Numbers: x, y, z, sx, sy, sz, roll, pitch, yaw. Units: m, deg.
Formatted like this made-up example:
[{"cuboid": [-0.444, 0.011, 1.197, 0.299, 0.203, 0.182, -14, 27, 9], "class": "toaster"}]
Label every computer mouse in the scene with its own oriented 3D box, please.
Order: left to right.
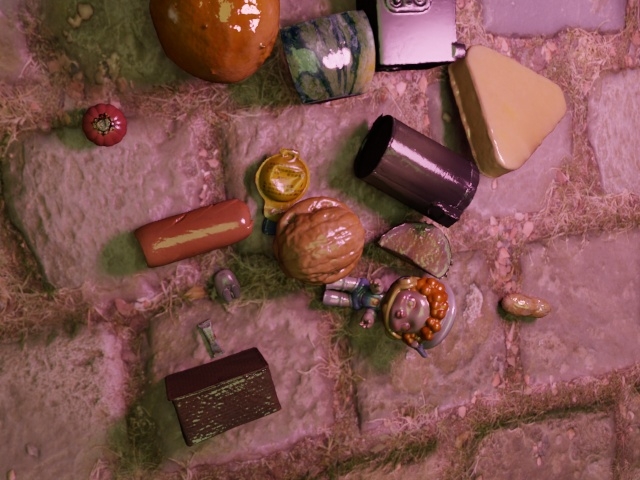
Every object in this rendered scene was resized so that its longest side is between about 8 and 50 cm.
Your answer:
[{"cuboid": [-0.256, 0.127, 1.738, 0.066, 0.039, 0.096, -25, 106, -13], "class": "computer mouse"}]

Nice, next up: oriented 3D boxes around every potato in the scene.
[{"cuboid": [0.280, 0.006, 1.862, 0.243, 0.098, 0.138, 29, 87, -16], "class": "potato"}]

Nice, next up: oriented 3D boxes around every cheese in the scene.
[{"cuboid": [-0.110, -0.132, 1.734, 0.156, 0.064, 0.250, 7, 106, -18], "class": "cheese"}, {"cuboid": [0.521, -0.411, 1.835, 0.384, 0.104, 0.384, 6, 75, -24], "class": "cheese"}]

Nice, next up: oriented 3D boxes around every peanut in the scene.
[{"cuboid": [0.666, 0.213, 2.028, 0.174, 0.080, 0.080, 9, 96, -18], "class": "peanut"}]

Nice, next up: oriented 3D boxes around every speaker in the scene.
[{"cuboid": [0.243, -0.583, 1.715, 0.254, 0.184, 0.232, -6, 100, -15], "class": "speaker"}]

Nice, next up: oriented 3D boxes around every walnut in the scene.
[{"cuboid": [0.000, 0.000, 1.705, 0.257, 0.224, 0.257, 0, 91, -20], "class": "walnut"}]

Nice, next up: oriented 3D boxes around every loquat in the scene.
[{"cuboid": [-0.247, -0.538, 1.493, 0.328, 0.328, 0.328, -3, 99, -17], "class": "loquat"}]

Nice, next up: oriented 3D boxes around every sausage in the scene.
[{"cuboid": [-0.325, -0.022, 1.650, 0.304, 0.121, 0.121, -18, 103, -14], "class": "sausage"}]

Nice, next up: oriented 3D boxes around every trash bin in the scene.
[{"cuboid": [0.267, -0.196, 1.769, 0.301, 0.203, 0.252, 27, 50, -19], "class": "trash bin"}]

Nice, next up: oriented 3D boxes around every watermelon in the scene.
[{"cuboid": [-0.003, -0.468, 1.634, 0.261, 0.201, 0.213, -17, 100, -30], "class": "watermelon"}]

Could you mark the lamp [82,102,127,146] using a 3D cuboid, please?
[{"cuboid": [-0.534, -0.286, 1.556, 0.107, 0.092, 0.107, -3, 100, -16], "class": "lamp"}]

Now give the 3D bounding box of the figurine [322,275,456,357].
[{"cuboid": [0.202, 0.163, 1.831, 0.382, 0.205, 0.224, 27, 100, -2], "class": "figurine"}]

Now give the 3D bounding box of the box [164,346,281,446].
[{"cuboid": [-0.267, 0.416, 1.703, 0.273, 0.184, 0.143, -17, 102, -15], "class": "box"}]

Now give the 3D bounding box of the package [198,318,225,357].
[{"cuboid": [-0.304, 0.275, 1.759, 0.037, 0.015, 0.110, -24, 104, -7], "class": "package"}]
